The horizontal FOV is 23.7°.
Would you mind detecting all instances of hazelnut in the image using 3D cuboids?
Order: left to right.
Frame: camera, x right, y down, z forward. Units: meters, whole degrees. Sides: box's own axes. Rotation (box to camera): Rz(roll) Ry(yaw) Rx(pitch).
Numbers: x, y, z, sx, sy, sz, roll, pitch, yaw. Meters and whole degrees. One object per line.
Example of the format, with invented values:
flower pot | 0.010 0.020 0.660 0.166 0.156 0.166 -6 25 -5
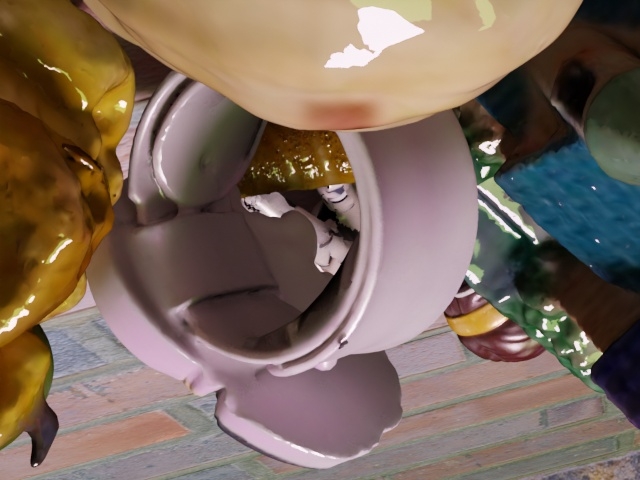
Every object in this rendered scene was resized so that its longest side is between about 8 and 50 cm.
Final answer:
hazelnut | 0.008 -0.165 0.620 0.241 0.261 0.261 -8 160 -16

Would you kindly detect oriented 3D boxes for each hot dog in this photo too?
hot dog | 0.031 -0.082 1.103 0.289 0.083 0.068 -9 141 -11

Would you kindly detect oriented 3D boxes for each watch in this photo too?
watch | 0.000 0.000 0.953 0.231 0.244 0.196 -42 163 34

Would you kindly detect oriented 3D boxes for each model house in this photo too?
model house | 0.222 0.001 0.948 0.245 0.280 0.312 -43 116 9

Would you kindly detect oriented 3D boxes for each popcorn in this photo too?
popcorn | -0.242 0.017 0.873 0.316 0.281 0.297 -26 -159 40

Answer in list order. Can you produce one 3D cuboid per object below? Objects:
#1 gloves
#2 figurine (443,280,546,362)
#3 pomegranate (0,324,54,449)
gloves | -0.019 0.003 1.259 0.128 0.111 0.212 -13 168 13
figurine | 0.172 -0.016 1.191 0.116 0.240 0.175 36 157 -26
pomegranate | -0.281 0.079 1.232 0.210 0.180 0.180 -42 161 -6
